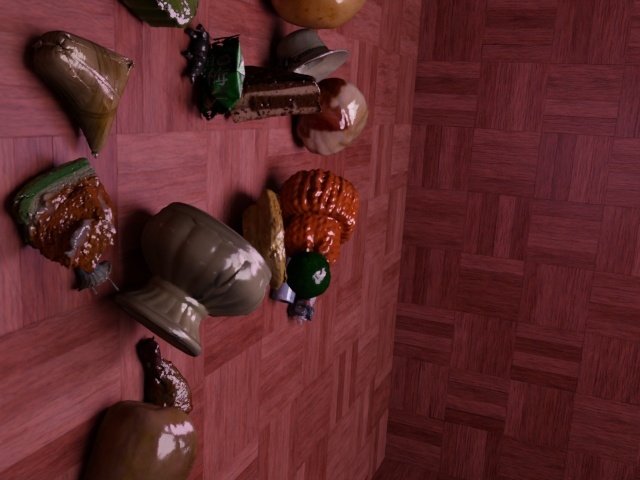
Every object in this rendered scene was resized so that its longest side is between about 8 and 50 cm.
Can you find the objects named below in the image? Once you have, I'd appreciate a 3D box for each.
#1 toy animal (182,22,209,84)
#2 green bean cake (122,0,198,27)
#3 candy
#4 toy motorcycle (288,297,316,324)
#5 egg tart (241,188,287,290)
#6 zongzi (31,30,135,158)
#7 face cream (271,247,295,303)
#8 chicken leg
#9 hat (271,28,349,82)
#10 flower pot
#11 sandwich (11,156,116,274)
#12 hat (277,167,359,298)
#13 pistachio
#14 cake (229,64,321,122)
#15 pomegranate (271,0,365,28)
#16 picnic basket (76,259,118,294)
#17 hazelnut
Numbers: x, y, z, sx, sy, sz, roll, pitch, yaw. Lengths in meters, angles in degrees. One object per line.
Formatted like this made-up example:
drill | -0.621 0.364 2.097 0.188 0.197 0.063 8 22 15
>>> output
toy animal | -0.285 -0.426 1.443 0.065 0.047 0.136 28 65 -76
green bean cake | -0.321 -0.548 1.221 0.200 0.113 0.214 40 61 -62
candy | -0.232 -0.386 1.481 0.078 0.141 0.203 7 93 -50
toy motorcycle | -0.043 0.180 2.194 0.150 0.102 0.221 85 22 -59
egg tart | -0.161 -0.001 1.752 0.290 0.115 0.290 177 -90 -82
zongzi | -0.426 -0.254 1.098 0.194 0.099 0.197 10 96 -68
face cream | -0.099 0.088 2.048 0.075 0.075 0.229 42 58 -64
chicken leg | -0.384 0.388 1.452 0.177 0.083 0.322 23 78 -49
hat | -0.054 -0.543 1.829 0.130 0.257 0.257 63 25 1
flower pot | -0.285 0.094 1.344 0.244 0.307 0.307 -55 149 -21
sandwich | -0.422 -0.050 1.090 0.185 0.160 0.109 -55 166 -35
hat | 0.000 0.000 1.878 0.285 0.285 0.400 58 23 -58
pistachio | -0.381 0.472 1.319 0.163 0.213 0.260 81 28 -82
cake | -0.118 -0.395 1.629 0.135 0.246 0.112 -86 168 -50
pomegranate | -0.006 -0.715 1.710 0.307 0.307 0.307 8 90 -68
picnic basket | -0.440 0.074 1.220 0.083 0.065 0.083 55 34 -30
hazelnut | 0.034 -0.414 2.046 0.261 0.241 0.261 -38 151 -25
